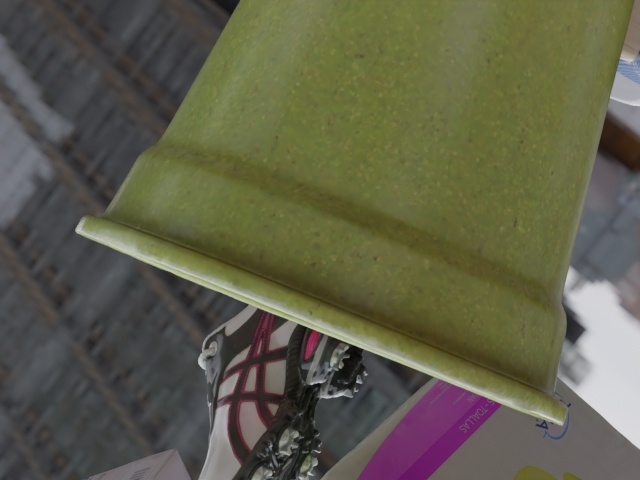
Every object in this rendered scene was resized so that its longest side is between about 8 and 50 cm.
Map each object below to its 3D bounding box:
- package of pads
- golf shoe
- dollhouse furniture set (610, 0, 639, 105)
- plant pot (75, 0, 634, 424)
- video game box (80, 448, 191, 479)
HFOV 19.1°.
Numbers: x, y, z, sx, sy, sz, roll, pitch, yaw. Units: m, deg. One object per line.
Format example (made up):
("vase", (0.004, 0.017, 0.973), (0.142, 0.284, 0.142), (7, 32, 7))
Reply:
("package of pads", (0.136, 0.215, 1.442), (0.229, 0.101, 0.296), (42, -141, 9))
("golf shoe", (-0.053, 0.140, 1.562), (0.120, 0.273, 0.105), (20, 156, 24))
("dollhouse furniture set", (0.224, -0.064, 1.263), (0.303, 0.198, 0.286), (19, -177, -18))
("plant pot", (0.045, -0.069, 1.009), (0.276, 0.254, 0.276), (22, 176, 1))
("video game box", (-0.210, 0.240, 1.420), (0.048, 0.187, 0.205), (67, -159, -12))
